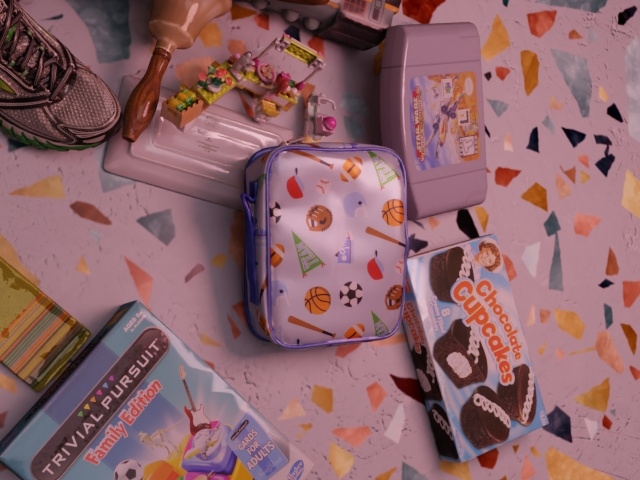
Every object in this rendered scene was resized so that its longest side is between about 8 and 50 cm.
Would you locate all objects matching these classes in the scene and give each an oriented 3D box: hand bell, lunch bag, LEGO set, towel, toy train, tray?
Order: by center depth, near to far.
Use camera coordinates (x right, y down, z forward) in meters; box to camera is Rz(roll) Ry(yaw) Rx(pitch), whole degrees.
[{"bbox_3d":[-0.409,0.079,1.134,0.237,0.021,0.102,43,64,-15],"label":"towel"},{"bbox_3d":[-0.219,-0.244,1.232,0.126,0.126,0.242,25,74,-22],"label":"hand bell"},{"bbox_3d":[-0.090,-0.224,1.269,0.287,0.107,0.132,0,67,-41],"label":"LEGO set"},{"bbox_3d":[0.000,0.000,1.285,0.243,0.115,0.304,-3,94,-22],"label":"lunch bag"},{"bbox_3d":[-0.163,-0.133,1.292,0.270,0.030,0.145,16,74,-25],"label":"tray"},{"bbox_3d":[-0.018,-0.418,1.361,0.333,0.142,0.190,15,84,-24],"label":"toy train"}]

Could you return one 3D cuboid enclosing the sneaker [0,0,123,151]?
[{"bbox_3d":[-0.397,-0.233,1.121,0.343,0.146,0.134,34,68,-19],"label":"sneaker"}]

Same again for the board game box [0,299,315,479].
[{"bbox_3d":[-0.207,0.284,1.172,0.336,0.079,0.254,45,65,-14],"label":"board game box"}]

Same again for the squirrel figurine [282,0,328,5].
[{"bbox_3d":[-0.071,-0.510,1.117,0.396,0.281,0.371,2,96,-22],"label":"squirrel figurine"}]

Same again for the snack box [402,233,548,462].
[{"bbox_3d":[0.236,0.166,1.433,0.187,0.060,0.322,-15,89,-29],"label":"snack box"}]

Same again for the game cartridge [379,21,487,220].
[{"bbox_3d":[0.178,-0.187,1.411,0.198,0.062,0.297,-16,105,-44],"label":"game cartridge"}]
